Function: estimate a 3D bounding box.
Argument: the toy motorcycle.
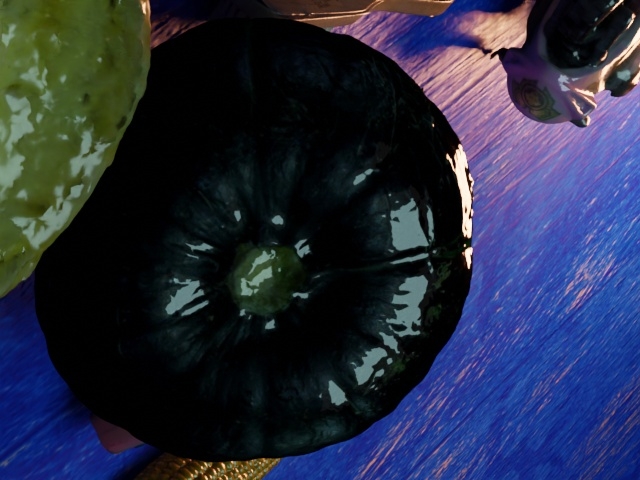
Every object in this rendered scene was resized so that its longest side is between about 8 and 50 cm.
[{"bbox_3d":[0.269,-0.209,1.803,0.188,0.143,0.327,-56,173,15],"label":"toy motorcycle"}]

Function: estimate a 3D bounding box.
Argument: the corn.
[{"bbox_3d":[-0.104,0.211,1.631,0.238,0.080,0.080,-38,149,-44],"label":"corn"}]

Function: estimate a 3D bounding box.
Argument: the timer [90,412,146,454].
[{"bbox_3d":[-0.080,0.099,1.456,0.191,0.069,0.208,-28,177,40],"label":"timer"}]

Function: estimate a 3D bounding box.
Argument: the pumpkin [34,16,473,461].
[{"bbox_3d":[-0.046,-0.004,1.247,0.315,0.315,0.238,-62,-176,7],"label":"pumpkin"}]

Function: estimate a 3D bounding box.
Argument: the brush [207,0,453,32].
[{"bbox_3d":[0.012,-0.183,1.413,0.065,0.070,0.327,-49,164,27],"label":"brush"}]

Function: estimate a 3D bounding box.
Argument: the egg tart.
[{"bbox_3d":[-0.212,-0.091,1.009,0.294,0.123,0.294,-49,156,-30],"label":"egg tart"}]
